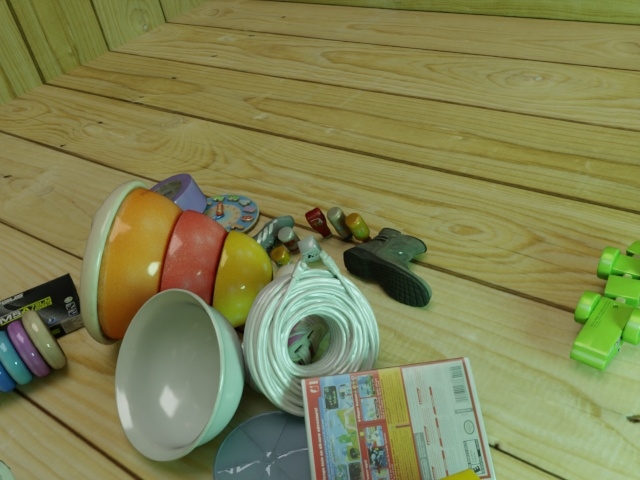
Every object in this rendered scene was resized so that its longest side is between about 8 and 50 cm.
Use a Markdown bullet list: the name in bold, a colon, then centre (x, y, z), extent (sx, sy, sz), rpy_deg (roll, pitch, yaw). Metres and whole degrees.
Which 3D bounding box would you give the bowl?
- **bowl**: centre (-0.232, 0.243, 1.208), extent (0.297, 0.298, 0.134), rpy_deg (28, 7, 41)

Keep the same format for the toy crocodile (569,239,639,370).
- **toy crocodile**: centre (0.562, 0.114, 1.245), extent (0.115, 0.105, 0.340), rpy_deg (17, 49, 33)

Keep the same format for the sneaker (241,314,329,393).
- **sneaker**: centre (-0.050, 0.215, 1.285), extent (0.252, 0.103, 0.111), rpy_deg (-33, 45, -17)

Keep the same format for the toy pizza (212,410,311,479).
- **toy pizza**: centre (-0.082, 0.375, 1.124), extent (0.201, 0.032, 0.201), rpy_deg (-8, 38, 6)

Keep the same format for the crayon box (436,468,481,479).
- **crayon box**: centre (0.129, 0.463, 0.794), extent (0.362, 0.106, 0.313), rpy_deg (-6, 29, -29)

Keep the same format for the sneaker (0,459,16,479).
- **sneaker**: centre (-0.601, 0.486, 1.034), extent (0.122, 0.146, 0.331), rpy_deg (0, 39, 13)

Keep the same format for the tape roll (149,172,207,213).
- **tape roll**: centre (-0.400, -0.089, 1.758), extent (0.188, 0.080, 0.189), rpy_deg (-23, 33, 16)

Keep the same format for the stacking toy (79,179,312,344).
- **stacking toy**: centre (-0.223, 0.080, 1.394), extent (0.479, 0.351, 0.351), rpy_deg (10, 39, 2)

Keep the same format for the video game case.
- **video game case**: centre (0.120, 0.306, 1.076), extent (0.285, 0.025, 0.204), rpy_deg (-8, 64, 0)

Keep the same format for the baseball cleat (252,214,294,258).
- **baseball cleat**: centre (-0.131, 0.018, 1.604), extent (0.205, 0.072, 0.109), rpy_deg (-33, 54, -18)

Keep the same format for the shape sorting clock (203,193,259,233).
- **shape sorting clock**: centre (-0.264, -0.064, 1.760), extent (0.206, 0.040, 0.206), rpy_deg (-8, 36, 6)

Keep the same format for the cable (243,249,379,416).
- **cable**: centre (-0.018, 0.178, 1.188), extent (0.257, 0.257, 0.089), rpy_deg (-49, 20, -19)

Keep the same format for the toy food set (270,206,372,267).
- **toy food set**: centre (0.000, 0.000, 1.580), extent (0.232, 0.104, 0.111), rpy_deg (-28, 49, 8)

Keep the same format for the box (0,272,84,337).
- **box**: centre (-0.657, 0.172, 1.554), extent (0.190, 0.045, 0.184), rpy_deg (-24, 40, -16)

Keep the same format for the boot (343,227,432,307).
- **boot**: centre (0.182, 0.042, 1.461), extent (0.161, 0.084, 0.246), rpy_deg (-30, 41, -32)

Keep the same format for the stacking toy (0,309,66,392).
- **stacking toy**: centre (-0.697, 0.284, 1.349), extent (0.330, 0.141, 0.141), rpy_deg (-33, 41, -20)
